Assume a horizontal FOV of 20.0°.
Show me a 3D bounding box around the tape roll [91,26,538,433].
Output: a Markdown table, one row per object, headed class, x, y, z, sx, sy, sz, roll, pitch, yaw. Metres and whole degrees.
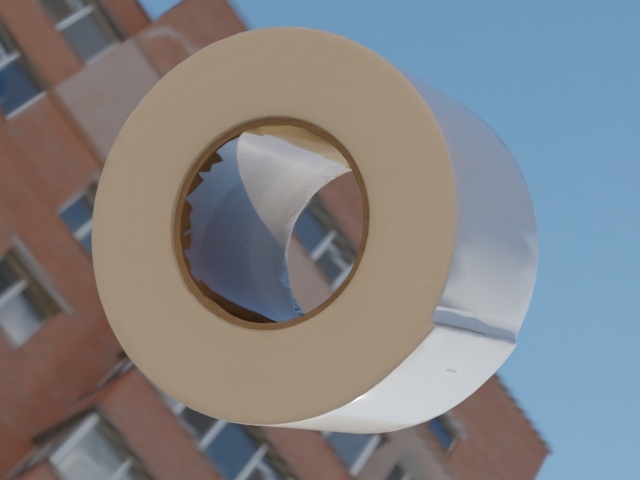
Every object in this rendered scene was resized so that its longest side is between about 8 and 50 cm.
| class | x | y | z | sx | sy | sz | roll | pitch | yaw |
| --- | --- | --- | --- | --- | --- | --- | --- | --- | --- |
| tape roll | 0.000 | 0.000 | 1.161 | 0.246 | 0.169 | 0.246 | -3 | -98 | 22 |
